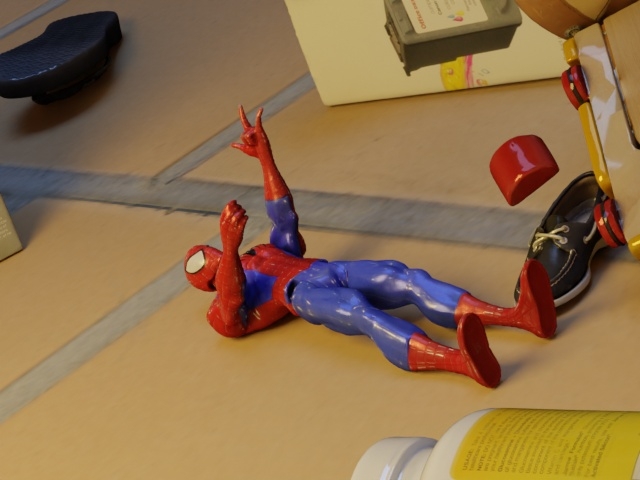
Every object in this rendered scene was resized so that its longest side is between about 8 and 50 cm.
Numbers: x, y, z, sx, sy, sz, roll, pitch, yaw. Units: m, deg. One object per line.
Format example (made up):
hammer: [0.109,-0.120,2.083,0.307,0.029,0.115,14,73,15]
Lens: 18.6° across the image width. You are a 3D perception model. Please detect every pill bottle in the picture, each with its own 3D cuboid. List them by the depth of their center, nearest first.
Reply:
pill bottle: [0.106,0.124,0.844,0.184,0.103,0.103,-1,29,35]

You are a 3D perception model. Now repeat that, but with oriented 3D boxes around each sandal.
sandal: [-0.235,-0.167,1.838,0.097,0.054,0.254,-6,16,12]

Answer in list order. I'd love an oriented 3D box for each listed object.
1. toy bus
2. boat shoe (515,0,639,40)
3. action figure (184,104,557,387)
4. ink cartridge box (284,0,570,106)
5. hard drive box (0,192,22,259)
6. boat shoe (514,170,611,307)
toy bus: [0.216,-0.049,1.134,0.191,0.104,0.202,25,82,44]
boat shoe: [0.214,-0.171,1.281,0.120,0.123,0.324,-39,-21,22]
action figure: [0.000,0.000,1.172,0.280,0.139,0.091,4,31,48]
ink cartridge box: [0.156,-0.221,1.538,0.306,0.131,0.226,-6,27,32]
hard drive box: [-0.340,-0.092,1.507,0.089,0.232,0.181,-29,24,-23]
boat shoe: [0.146,0.001,1.170,0.046,0.038,0.125,-1,29,37]
